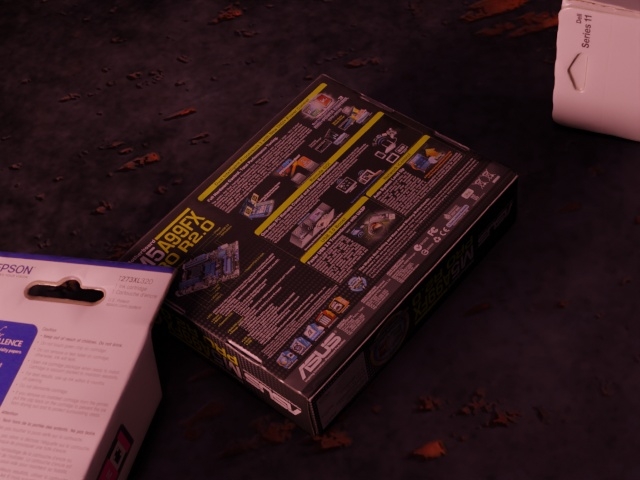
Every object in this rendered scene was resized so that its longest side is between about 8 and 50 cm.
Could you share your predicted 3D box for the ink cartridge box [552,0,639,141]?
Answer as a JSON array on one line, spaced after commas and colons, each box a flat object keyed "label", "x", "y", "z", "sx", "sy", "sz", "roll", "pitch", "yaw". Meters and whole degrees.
[{"label": "ink cartridge box", "x": 0.277, "y": -0.213, "z": 1.068, "sx": 0.087, "sy": 0.153, "sz": 0.208, "roll": 16, "pitch": 57, "yaw": 19}]

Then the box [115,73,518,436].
[{"label": "box", "x": 0.000, "y": 0.000, "z": 0.999, "sx": 0.216, "sy": 0.060, "sz": 0.270, "roll": 30, "pitch": 61, "yaw": 28}]

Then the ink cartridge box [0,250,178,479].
[{"label": "ink cartridge box", "x": -0.236, "y": 0.172, "z": 0.883, "sx": 0.176, "sy": 0.069, "sz": 0.371, "roll": 5, "pitch": 55, "yaw": 22}]
